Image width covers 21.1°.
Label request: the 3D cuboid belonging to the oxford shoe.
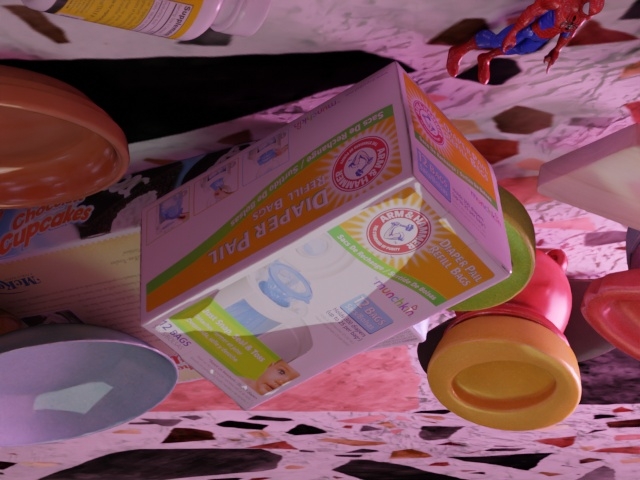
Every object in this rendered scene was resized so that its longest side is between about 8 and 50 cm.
[{"bbox_3d":[0.192,0.070,1.526,0.212,0.076,0.076,-13,-171,28],"label":"oxford shoe"}]

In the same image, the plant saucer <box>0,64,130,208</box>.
[{"bbox_3d":[-0.221,-0.067,1.084,0.200,0.037,0.200,-1,162,0],"label":"plant saucer"}]

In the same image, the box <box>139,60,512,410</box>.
[{"bbox_3d":[0.000,0.000,1.060,0.203,0.103,0.114,-28,131,21],"label":"box"}]

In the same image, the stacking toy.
[{"bbox_3d":[0.190,-0.003,1.280,0.309,0.130,0.279,-15,132,31],"label":"stacking toy"}]

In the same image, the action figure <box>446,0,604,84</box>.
[{"bbox_3d":[0.119,-0.115,0.963,0.038,0.030,0.115,16,155,-30],"label":"action figure"}]

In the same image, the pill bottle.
[{"bbox_3d":[-0.083,-0.133,0.832,0.116,0.065,0.065,9,160,-30],"label":"pill bottle"}]

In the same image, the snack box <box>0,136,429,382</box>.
[{"bbox_3d":[-0.099,0.027,1.258,0.322,0.060,0.187,-12,138,33],"label":"snack box"}]

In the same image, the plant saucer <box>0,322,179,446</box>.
[{"bbox_3d":[-0.204,0.101,1.276,0.195,0.037,0.195,-12,155,-5],"label":"plant saucer"}]

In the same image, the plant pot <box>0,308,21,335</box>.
[{"bbox_3d":[-0.325,0.118,1.259,0.236,0.032,0.236,-37,171,-7],"label":"plant pot"}]
